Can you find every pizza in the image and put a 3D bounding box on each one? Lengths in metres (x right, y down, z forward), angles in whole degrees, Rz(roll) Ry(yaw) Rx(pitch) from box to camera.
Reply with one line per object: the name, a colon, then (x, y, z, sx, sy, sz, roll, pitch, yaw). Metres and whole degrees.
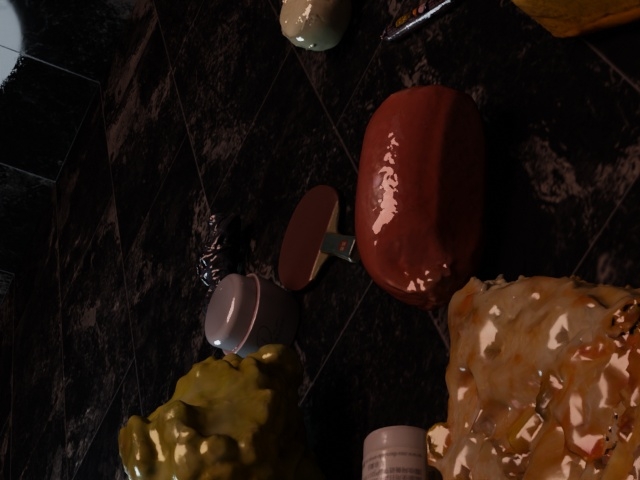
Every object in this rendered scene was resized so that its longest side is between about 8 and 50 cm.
pizza: (0.199, 0.168, 0.982, 0.392, 0.080, 0.434, -41, 39, 50)

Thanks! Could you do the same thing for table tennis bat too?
table tennis bat: (0.000, 0.000, 1.633, 0.274, 0.021, 0.154, 14, 85, 69)

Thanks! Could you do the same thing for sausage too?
sausage: (0.105, -0.052, 1.284, 0.148, 0.148, 0.254, -23, 53, 60)
sausage: (0.131, -0.292, 1.563, 0.198, 0.025, 0.028, -18, 58, 61)

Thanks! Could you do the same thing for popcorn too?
popcorn: (-0.100, 0.254, 1.406, 0.250, 0.235, 0.241, -54, -20, -50)

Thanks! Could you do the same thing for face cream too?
face cream: (-0.094, 0.106, 1.650, 0.117, 0.104, 0.117, -49, 30, 43)
face cream: (0.076, 0.311, 1.138, 0.082, 0.082, 0.269, -42, 36, 49)

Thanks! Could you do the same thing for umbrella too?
umbrella: (-0.157, 0.065, 1.877, 0.080, 0.071, 0.224, 93, 175, -57)

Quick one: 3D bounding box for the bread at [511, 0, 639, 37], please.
bread: (0.276, -0.260, 1.131, 0.245, 0.094, 0.102, -12, 52, 63)

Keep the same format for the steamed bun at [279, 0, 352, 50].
steamed bun: (-0.001, -0.342, 1.811, 0.112, 0.091, 0.130, -67, 26, 21)
